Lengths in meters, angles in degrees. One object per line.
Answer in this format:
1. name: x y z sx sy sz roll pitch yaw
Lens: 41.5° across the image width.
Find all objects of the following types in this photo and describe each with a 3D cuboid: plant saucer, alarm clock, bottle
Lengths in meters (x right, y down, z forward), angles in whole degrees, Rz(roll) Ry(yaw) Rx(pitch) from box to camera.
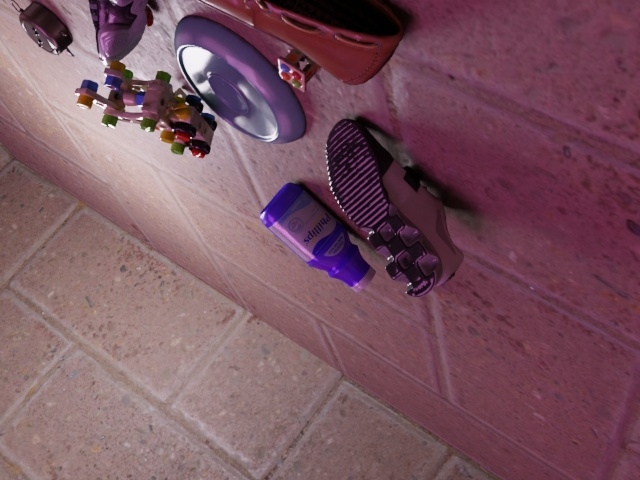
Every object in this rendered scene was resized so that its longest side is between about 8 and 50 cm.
1. plant saucer: -0.165 -0.292 1.616 0.318 0.043 0.317 35 162 14
2. alarm clock: -0.689 -0.526 2.065 0.192 0.064 0.129 40 163 7
3. bottle: 0.000 0.000 1.877 0.283 0.118 0.092 43 162 -9

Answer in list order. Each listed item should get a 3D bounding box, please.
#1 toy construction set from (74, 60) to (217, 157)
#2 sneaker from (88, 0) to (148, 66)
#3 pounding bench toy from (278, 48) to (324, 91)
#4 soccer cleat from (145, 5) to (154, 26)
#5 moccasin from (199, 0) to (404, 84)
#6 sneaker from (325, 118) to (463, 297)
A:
1. toy construction set: -0.333 -0.260 1.725 0.215 0.151 0.328 12 -176 11
2. sneaker: -0.401 -0.453 1.555 0.153 0.101 0.268 42 145 9
3. pounding bench toy: -0.031 -0.273 1.352 0.052 0.065 0.083 35 162 12
4. soccer cleat: -0.348 -0.449 1.621 0.036 0.029 0.083 31 159 48
5. moccasin: -0.065 -0.346 1.104 0.380 0.139 0.147 36 154 -4
6. sneaker: 0.131 -0.068 1.461 0.122 0.146 0.330 -35 82 45
